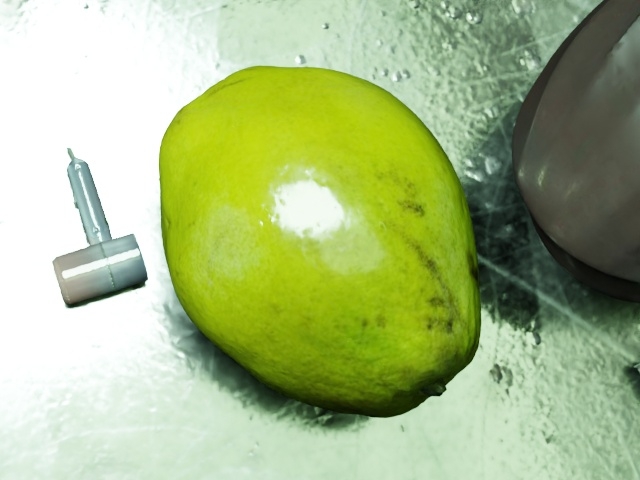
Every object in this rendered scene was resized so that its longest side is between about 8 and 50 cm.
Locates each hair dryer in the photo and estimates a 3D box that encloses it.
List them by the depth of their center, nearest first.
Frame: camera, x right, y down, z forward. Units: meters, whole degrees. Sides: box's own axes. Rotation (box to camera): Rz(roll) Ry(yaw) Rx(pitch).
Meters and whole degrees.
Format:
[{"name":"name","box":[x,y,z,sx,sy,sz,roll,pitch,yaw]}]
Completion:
[{"name":"hair dryer","box":[-0.170,-0.015,1.257,0.063,0.037,0.114,-16,76,-9]}]

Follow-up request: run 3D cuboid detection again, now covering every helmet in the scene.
[{"name":"helmet","box":[0.250,-0.087,1.185,0.225,0.177,0.305,46,121,27]}]

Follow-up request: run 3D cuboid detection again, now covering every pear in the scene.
[{"name":"pear","box":[0.000,0.000,1.188,0.212,0.212,0.269,-38,77,-12]}]

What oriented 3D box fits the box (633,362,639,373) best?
[{"name":"box","box":[0.337,0.102,1.304,0.177,0.036,0.115,-26,85,-11]}]
